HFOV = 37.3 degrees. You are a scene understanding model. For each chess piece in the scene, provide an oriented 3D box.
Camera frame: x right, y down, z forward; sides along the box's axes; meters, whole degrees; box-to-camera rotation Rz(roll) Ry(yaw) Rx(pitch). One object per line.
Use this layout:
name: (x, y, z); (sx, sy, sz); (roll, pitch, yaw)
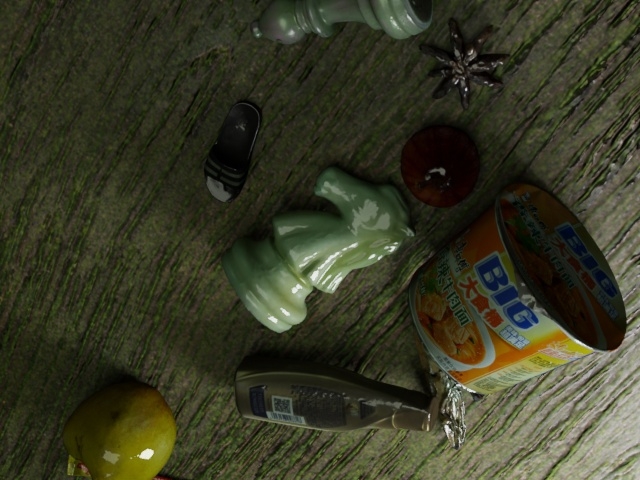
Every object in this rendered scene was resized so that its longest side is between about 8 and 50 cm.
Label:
chess piece: (0.016, -0.338, 1.374); (0.272, 0.139, 0.139); (-9, 113, 28)
chess piece: (0.000, 0.000, 1.518); (0.298, 0.176, 0.176); (-37, 103, 10)

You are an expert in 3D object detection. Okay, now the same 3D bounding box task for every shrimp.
shrimp: (0.226, 0.247, 1.577); (0.058, 0.169, 0.296); (-27, 115, -17)

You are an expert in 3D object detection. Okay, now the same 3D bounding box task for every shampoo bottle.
shampoo bottle: (0.026, 0.273, 1.630); (0.350, 0.084, 0.125); (4, 121, 19)

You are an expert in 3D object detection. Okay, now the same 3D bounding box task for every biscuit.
biscuit: (-0.357, 0.468, 1.859); (0.292, 0.026, 0.048); (11, 96, 7)

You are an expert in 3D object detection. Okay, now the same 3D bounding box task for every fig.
fig: (0.177, -0.117, 1.429); (0.128, 0.150, 0.128); (-5, 75, 17)

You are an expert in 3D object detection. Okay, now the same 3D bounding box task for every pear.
pear: (-0.358, 0.357, 1.723); (0.200, 0.200, 0.200); (4, 115, 10)

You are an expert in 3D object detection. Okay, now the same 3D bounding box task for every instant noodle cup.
instant noodle cup: (0.285, 0.086, 1.426); (0.296, 0.296, 0.214); (44, 125, -10)

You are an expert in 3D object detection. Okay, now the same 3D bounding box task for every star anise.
star anise: (0.213, -0.259, 1.400); (0.141, 0.042, 0.141); (4, 116, 8)

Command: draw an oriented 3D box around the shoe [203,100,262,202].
shoe: (-0.146, -0.137, 1.525); (0.071, 0.049, 0.179); (24, 117, 1)
